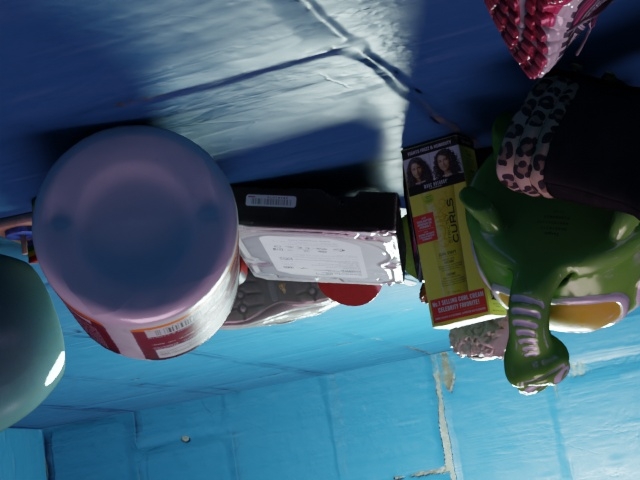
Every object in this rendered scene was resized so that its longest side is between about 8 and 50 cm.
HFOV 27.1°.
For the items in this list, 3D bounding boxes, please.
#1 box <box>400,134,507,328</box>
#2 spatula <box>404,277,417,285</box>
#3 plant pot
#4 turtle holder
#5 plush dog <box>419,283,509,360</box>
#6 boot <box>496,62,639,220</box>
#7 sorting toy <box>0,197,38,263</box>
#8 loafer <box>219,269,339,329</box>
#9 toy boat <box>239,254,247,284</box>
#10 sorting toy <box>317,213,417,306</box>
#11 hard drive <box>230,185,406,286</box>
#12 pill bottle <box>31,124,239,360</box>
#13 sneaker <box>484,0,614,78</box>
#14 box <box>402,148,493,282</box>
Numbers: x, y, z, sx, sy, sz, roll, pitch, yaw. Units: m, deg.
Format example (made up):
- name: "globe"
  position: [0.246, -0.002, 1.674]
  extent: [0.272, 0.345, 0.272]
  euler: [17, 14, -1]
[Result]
- name: "box"
  position: [0.167, -0.010, 1.676]
  extent: [0.087, 0.232, 0.058]
  euler: [-14, 169, 28]
- name: "spatula"
  position: [0.180, 0.048, 2.460]
  extent: [0.168, 0.019, 0.242]
  euler: [-20, 165, 22]
- name: "plant pot"
  position: [-0.499, 0.147, 1.856]
  extent: [0.235, 0.293, 0.293]
  euler: [-17, 173, -30]
- name: "turtle holder"
  position: [0.303, 0.011, 1.565]
  extent: [0.243, 0.320, 0.227]
  euler: [-14, 133, 4]
- name: "plush dog"
  position: [0.281, 0.045, 2.121]
  extent: [0.262, 0.211, 0.225]
  euler: [-21, -151, -24]
- name: "boot"
  position: [0.391, -0.135, 1.420]
  extent: [0.284, 0.138, 0.377]
  euler: [15, -132, 36]
- name: "sorting toy"
  position: [-0.355, -0.002, 1.795]
  extent: [0.132, 0.046, 0.274]
  euler: [-11, 168, 12]
- name: "loafer"
  position: [-0.101, 0.104, 2.291]
  extent: [0.319, 0.112, 0.111]
  euler: [-6, 159, -14]
- name: "toy boat"
  position: [-0.222, 0.082, 2.017]
  extent: [0.231, 0.151, 0.151]
  euler: [-10, 167, 5]
- name: "sorting toy"
  position: [0.168, -0.005, 2.085]
  extent: [0.365, 0.127, 0.126]
  euler: [-17, -166, 25]
- name: "hard drive"
  position: [0.000, 0.000, 1.881]
  extent: [0.236, 0.064, 0.339]
  euler: [3, 167, 5]
- name: "pill bottle"
  position: [-0.207, 0.022, 1.591]
  extent: [0.224, 0.224, 0.392]
  euler: [-7, 168, -5]
- name: "sneaker"
  position: [0.201, -0.217, 1.051]
  extent: [0.112, 0.121, 0.299]
  euler: [-28, 175, -9]
- name: "box"
  position: [0.254, -0.040, 1.806]
  extent: [0.270, 0.143, 0.165]
  euler: [-9, 167, 2]
